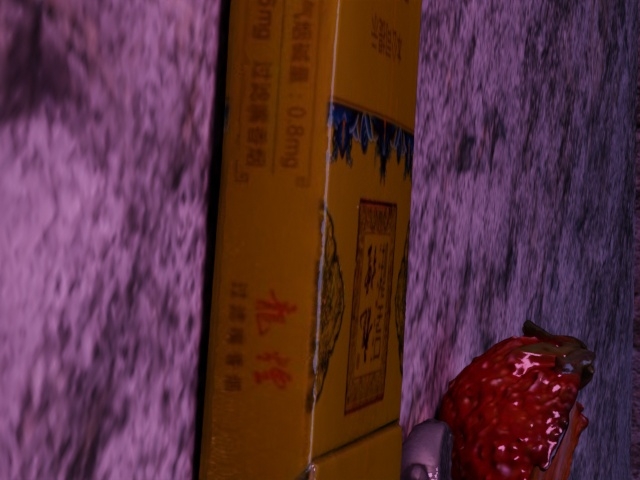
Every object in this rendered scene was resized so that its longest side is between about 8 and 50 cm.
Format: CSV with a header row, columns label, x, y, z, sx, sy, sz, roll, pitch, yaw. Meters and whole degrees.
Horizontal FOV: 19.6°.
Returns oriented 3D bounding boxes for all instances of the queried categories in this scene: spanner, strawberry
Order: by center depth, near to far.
label,x,y,z,sx,sy,sz,roll,pitch,yaw
spanner,0.031,0.233,0.841,0.093,0.026,0.325,68,29,-59
strawberry,0.098,0.134,0.988,0.146,0.082,0.187,48,52,-64

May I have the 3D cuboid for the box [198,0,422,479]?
label,x,y,z,sx,sy,sz,roll,pitch,yaw
box,0.000,-0.001,0.619,0.153,0.041,0.279,3,90,-78
